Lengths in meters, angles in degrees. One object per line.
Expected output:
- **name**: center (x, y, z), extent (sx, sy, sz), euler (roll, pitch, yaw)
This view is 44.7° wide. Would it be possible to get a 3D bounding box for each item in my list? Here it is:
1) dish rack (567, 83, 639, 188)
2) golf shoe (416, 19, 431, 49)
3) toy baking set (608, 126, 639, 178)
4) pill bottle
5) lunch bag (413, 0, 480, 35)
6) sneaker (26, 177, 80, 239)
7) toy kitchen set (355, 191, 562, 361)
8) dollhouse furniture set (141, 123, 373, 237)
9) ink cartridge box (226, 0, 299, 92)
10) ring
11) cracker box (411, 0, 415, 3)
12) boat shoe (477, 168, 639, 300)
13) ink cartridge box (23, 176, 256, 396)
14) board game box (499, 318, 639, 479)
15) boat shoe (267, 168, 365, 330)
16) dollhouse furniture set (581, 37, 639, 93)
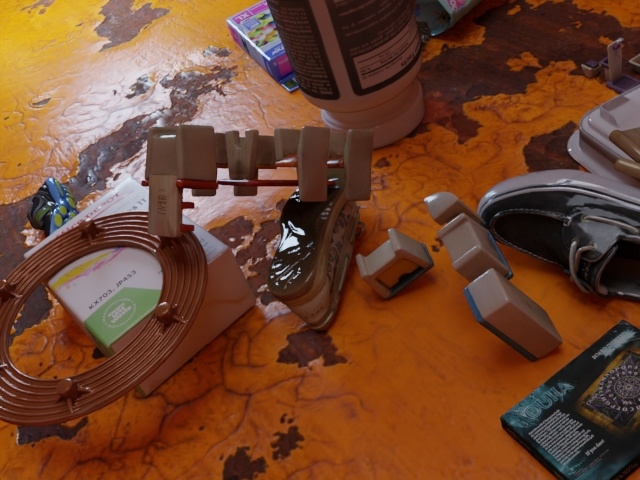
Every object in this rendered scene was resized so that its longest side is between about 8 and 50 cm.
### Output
- **dish rack**: center (0.533, -0.162, 1.036), extent (0.333, 0.072, 0.285), euler (-27, 40, -7)
- **golf shoe**: center (0.118, -0.357, 1.430), extent (0.176, 0.069, 0.086), euler (-32, 36, -13)
- **toy baking set**: center (0.471, -0.098, 0.896), extent (0.256, 0.030, 0.197), euler (30, 55, 32)
- **pill bottle**: center (0.041, -0.331, 1.204), extent (0.210, 0.363, 0.210), euler (-12, 42, 11)
- **lunch bag**: center (0.221, -0.514, 1.482), extent (0.223, 0.160, 0.262), euler (-42, 49, -19)
- **sneaker**: center (-0.460, -0.035, 1.343), extent (0.078, 0.067, 0.188), euler (-43, 42, 8)
- **toy kitchen set**: center (0.156, 0.070, 0.942), extent (0.166, 0.122, 0.207), euler (-40, 39, 21)
- **dollhouse furniture set**: center (-0.099, -0.078, 1.030), extent (0.259, 0.135, 0.262), euler (-3, 6, -41)
- **ink cartridge box**: center (-0.054, -0.417, 1.573), extent (0.186, 0.065, 0.311), euler (-29, 43, -8)
- **ring**: center (-0.303, 0.079, 0.988), extent (0.336, 0.032, 0.336), euler (-13, 44, 13)
- **cracker box**: center (0.063, -0.490, 1.427), extent (0.067, 0.232, 0.156), euler (-24, -8, -37)
- **boat shoe**: center (0.333, 0.004, 0.900), extent (0.335, 0.121, 0.119), euler (11, 46, 29)
- **ink cartridge box**: center (-0.283, 0.039, 1.131), extent (0.207, 0.119, 0.353), euler (-41, 44, -19)
- **board game box**: center (0.298, 0.172, 0.807), extent (0.186, 0.026, 0.126), euler (-34, 42, -13)
- **boat shoe**: center (0.000, 0.000, 1.090), extent (0.104, 0.089, 0.285), euler (-16, 35, 30)
- **dollhouse furniture set**: center (0.474, -0.299, 1.197), extent (0.114, 0.081, 0.091), euler (-32, 42, -12)
